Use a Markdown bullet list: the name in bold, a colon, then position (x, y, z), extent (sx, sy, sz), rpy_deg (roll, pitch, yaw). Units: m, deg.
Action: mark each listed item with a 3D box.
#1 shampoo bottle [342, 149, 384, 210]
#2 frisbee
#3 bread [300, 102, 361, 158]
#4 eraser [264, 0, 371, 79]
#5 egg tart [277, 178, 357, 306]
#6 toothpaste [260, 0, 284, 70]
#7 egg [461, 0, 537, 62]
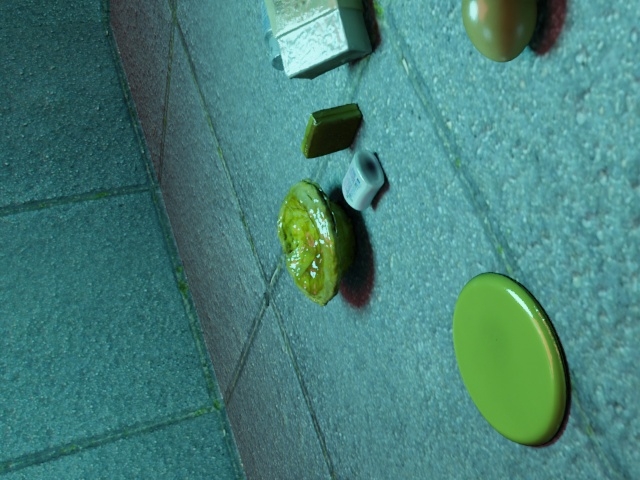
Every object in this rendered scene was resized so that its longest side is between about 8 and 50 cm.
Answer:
- **shampoo bottle**: position (0.069, -0.096, 1.241), extent (0.099, 0.043, 0.072), rpy_deg (116, 139, -59)
- **frisbee**: position (0.240, 0.156, 0.972), extent (0.236, 0.017, 0.235), rpy_deg (169, 90, -69)
- **bread**: position (0.017, -0.186, 1.262), extent (0.035, 0.090, 0.094), rpy_deg (63, 154, 25)
- **eraser**: position (-0.025, -0.443, 1.180), extent (0.144, 0.078, 0.343), rpy_deg (-14, 88, 39)
- **egg tart**: position (0.000, 0.000, 1.385), extent (0.241, 0.106, 0.241), rpy_deg (39, 135, 55)
- **toothpaste**: position (-0.087, -0.473, 1.423), extent (0.114, 0.073, 0.299), rpy_deg (129, 133, -65)
- **egg**: position (0.193, -0.242, 0.797), extent (0.080, 0.080, 0.096), rpy_deg (-134, 29, -54)
